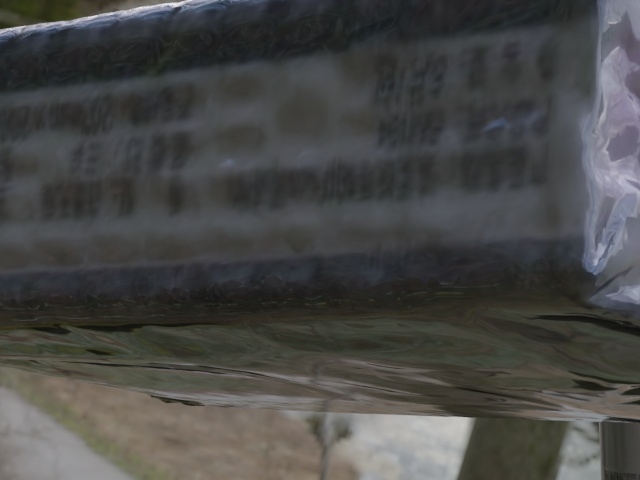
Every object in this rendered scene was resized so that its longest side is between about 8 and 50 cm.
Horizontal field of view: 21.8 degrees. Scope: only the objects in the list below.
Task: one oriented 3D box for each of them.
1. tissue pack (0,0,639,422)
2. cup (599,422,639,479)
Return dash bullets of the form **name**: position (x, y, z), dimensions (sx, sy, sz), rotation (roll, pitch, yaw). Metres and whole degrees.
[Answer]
- **tissue pack**: position (0.000, 0.000, 0.646), dimensions (0.394, 0.124, 0.288), rotation (-2, -13, 37)
- **cup**: position (0.349, 0.172, 1.584), dimensions (0.173, 0.142, 0.134), rotation (1, 7, 42)
